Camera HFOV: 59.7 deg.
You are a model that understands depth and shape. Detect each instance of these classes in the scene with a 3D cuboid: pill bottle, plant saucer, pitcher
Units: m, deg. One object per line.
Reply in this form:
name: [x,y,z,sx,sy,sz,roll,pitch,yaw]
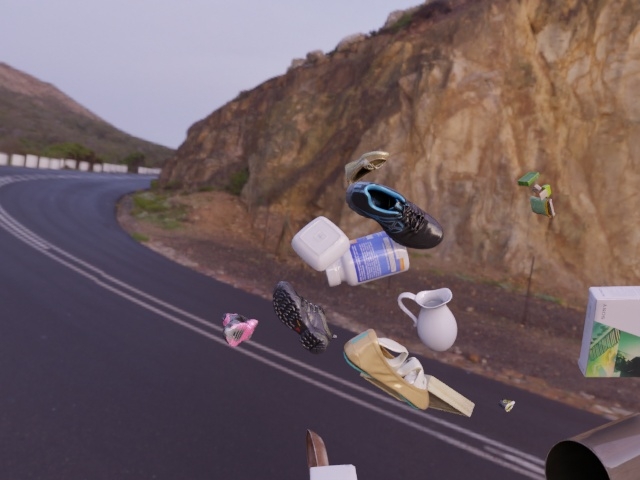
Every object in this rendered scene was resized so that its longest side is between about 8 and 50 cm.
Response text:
pill bottle: [0.145,0.064,1.861,0.271,0.153,0.152,-15,4,-3]
plant saucer: [-0.004,0.593,1.453,0.036,0.199,0.198,-6,6,-11]
pitcher: [0.344,0.251,1.789,0.177,0.207,0.125,4,38,28]

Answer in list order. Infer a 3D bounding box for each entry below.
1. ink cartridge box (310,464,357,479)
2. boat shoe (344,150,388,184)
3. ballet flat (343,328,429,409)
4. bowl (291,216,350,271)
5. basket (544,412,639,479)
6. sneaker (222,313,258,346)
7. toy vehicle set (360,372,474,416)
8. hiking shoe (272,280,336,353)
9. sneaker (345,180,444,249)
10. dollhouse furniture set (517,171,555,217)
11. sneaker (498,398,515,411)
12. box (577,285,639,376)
ink cartridge box: [0.029,0.531,0.983,0.093,0.155,0.212,-2,20,0]
boat shoe: [0.114,-0.181,1.376,0.056,0.048,0.153,3,-13,-36]
ballet flat: [0.136,0.224,0.960,0.232,0.073,0.080,38,13,-35]
bowl: [0.000,0.000,1.610,0.142,0.142,0.053,43,-20,23]
basket: [0.607,0.454,1.148,0.226,0.205,0.154,-15,41,-23]
sneaker: [-0.151,0.148,0.964,0.057,0.047,0.119,32,0,10]
toy vehicle set: [0.246,0.390,1.460,0.166,0.035,0.266,37,-23,-25]
hiking shoe: [-0.047,0.206,1.564,0.086,0.227,0.114,-34,-1,30]
sneaker: [0.237,-0.070,1.684,0.340,0.125,0.139,26,-8,-14]
dollhouse furniture set: [0.640,-0.125,1.659,0.058,0.152,0.076,-36,28,-23]
sneaker: [0.536,0.470,1.605,0.035,0.031,0.083,32,3,28]
box: [0.787,0.215,1.299,0.321,0.233,0.058,-2,28,10]
